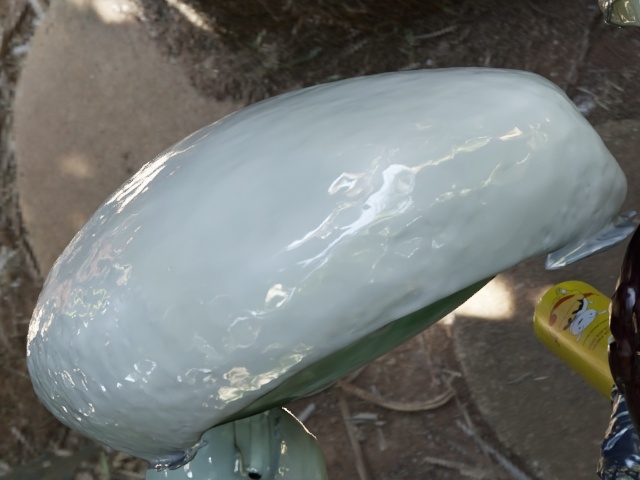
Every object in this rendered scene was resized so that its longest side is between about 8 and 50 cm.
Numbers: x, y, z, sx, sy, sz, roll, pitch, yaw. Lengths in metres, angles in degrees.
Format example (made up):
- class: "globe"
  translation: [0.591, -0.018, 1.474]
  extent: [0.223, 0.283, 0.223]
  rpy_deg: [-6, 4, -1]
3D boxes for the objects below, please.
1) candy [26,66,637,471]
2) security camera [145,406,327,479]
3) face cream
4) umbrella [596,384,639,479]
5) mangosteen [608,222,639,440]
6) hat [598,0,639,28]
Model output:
- class: "candy"
  translation: [0.000, 0.000, 0.643]
  extent: [0.186, 0.386, 0.427]
  rpy_deg: [66, 163, -1]
- class: "security camera"
  translation: [-0.071, 0.158, 0.905]
  extent: [0.191, 0.197, 0.277]
  rpy_deg: [125, 146, -59]
- class: "face cream"
  translation: [0.375, 0.152, 1.227]
  extent: [0.349, 0.105, 0.105]
  rpy_deg: [-129, 56, -68]
- class: "umbrella"
  translation: [0.239, 0.101, 0.759]
  extent: [0.046, 0.188, 0.050]
  rpy_deg: [15, 141, 11]
- class: "mangosteen"
  translation: [0.230, 0.045, 0.450]
  extent: [0.209, 0.210, 0.210]
  rpy_deg: [0, 91, 33]
- class: "hat"
  translation: [0.414, -0.371, 1.358]
  extent: [0.085, 0.147, 0.175]
  rpy_deg: [-21, 71, 47]
